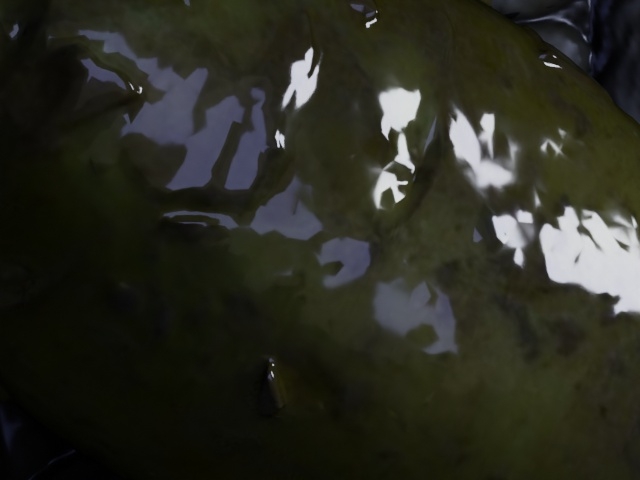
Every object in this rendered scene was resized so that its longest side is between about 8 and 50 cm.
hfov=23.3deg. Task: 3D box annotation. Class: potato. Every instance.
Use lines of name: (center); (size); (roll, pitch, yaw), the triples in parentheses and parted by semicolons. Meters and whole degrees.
potato: (0.000, 0.000, 0.376); (0.251, 0.113, 0.149); (27, 64, -20)
